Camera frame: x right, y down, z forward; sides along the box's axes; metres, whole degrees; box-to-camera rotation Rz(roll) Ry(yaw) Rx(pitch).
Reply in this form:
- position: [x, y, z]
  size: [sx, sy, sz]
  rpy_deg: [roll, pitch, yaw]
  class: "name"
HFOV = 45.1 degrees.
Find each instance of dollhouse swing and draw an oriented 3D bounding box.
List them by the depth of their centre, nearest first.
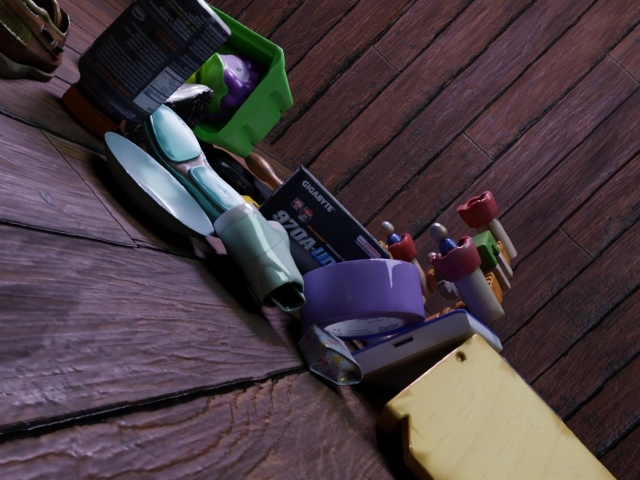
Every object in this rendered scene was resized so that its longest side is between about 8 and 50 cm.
- position: [0.235, 0.378, 1.146]
  size: [0.315, 0.305, 0.347]
  rpy_deg: [-27, 68, -40]
  class: "dollhouse swing"

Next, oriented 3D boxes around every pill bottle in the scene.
- position: [-0.258, -0.262, 1.115]
  size: [0.130, 0.245, 0.130]
  rpy_deg: [47, 6, -6]
  class: "pill bottle"

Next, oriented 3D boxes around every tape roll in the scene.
- position: [0.061, 0.094, 1.166]
  size: [0.189, 0.188, 0.080]
  rpy_deg: [34, 47, -63]
  class: "tape roll"

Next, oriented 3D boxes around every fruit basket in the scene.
- position: [-0.280, -0.363, 1.576]
  size: [0.392, 0.283, 0.392]
  rpy_deg: [40, -4, 4]
  class: "fruit basket"

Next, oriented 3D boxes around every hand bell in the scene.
- position: [-0.085, -0.109, 1.631]
  size: [0.242, 0.126, 0.126]
  rpy_deg: [44, 5, 22]
  class: "hand bell"

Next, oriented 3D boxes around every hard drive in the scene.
- position: [0.181, 0.192, 1.299]
  size: [0.318, 0.210, 0.040]
  rpy_deg: [33, 35, -65]
  class: "hard drive"

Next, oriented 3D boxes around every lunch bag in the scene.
- position: [0.016, 0.167, 1.083]
  size: [0.083, 0.053, 0.071]
  rpy_deg: [32, 10, -27]
  class: "lunch bag"

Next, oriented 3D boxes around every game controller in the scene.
- position: [-0.167, -0.114, 1.723]
  size: [0.319, 0.067, 0.166]
  rpy_deg: [41, -7, -40]
  class: "game controller"

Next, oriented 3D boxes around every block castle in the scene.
- position: [0.219, 0.051, 1.581]
  size: [0.213, 0.303, 0.453]
  rpy_deg: [59, 23, -5]
  class: "block castle"

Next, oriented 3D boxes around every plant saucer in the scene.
- position: [-0.224, -0.064, 1.032]
  size: [0.195, 0.037, 0.195]
  rpy_deg: [44, 6, -6]
  class: "plant saucer"

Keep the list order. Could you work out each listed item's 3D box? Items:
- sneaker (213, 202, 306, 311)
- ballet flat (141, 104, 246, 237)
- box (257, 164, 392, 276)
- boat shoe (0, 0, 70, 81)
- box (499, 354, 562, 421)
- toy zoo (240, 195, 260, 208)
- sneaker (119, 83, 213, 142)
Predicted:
- position: [-0.075, 0.047, 1.135]
  size: [0.151, 0.094, 0.256]
  rpy_deg: [60, 3, 13]
  class: "sneaker"
- position: [-0.208, -0.098, 1.177]
  size: [0.083, 0.087, 0.247]
  rpy_deg: [-20, 64, -49]
  class: "ballet flat"
- position: [-0.017, 0.011, 1.301]
  size: [0.220, 0.175, 0.051]
  rpy_deg: [45, 6, -13]
  class: "box"
- position: [-0.392, -0.291, 1.067]
  size: [0.110, 0.104, 0.307]
  rpy_deg: [43, 6, -20]
  class: "boat shoe"
- position: [0.509, 0.447, 2.073]
  size: [0.233, 0.159, 0.044]
  rpy_deg: [48, 6, 14]
  class: "box"
- position: [-0.088, 0.003, 1.554]
  size: [0.293, 0.030, 0.192]
  rpy_deg: [45, 6, -8]
  class: "toy zoo"
- position: [-0.279, -0.243, 1.340]
  size: [0.108, 0.100, 0.271]
  rpy_deg: [37, 23, 12]
  class: "sneaker"
